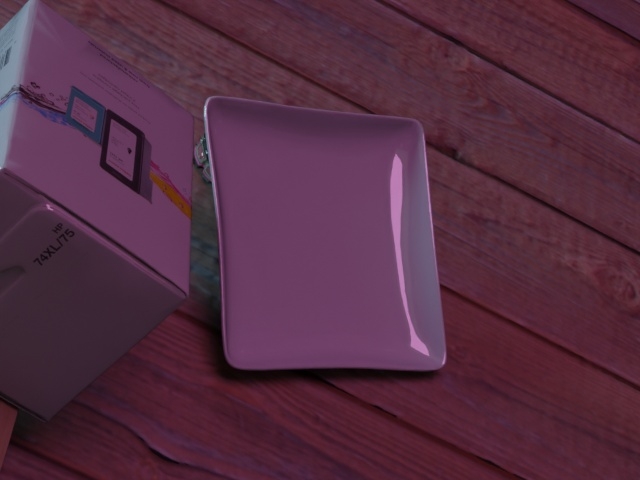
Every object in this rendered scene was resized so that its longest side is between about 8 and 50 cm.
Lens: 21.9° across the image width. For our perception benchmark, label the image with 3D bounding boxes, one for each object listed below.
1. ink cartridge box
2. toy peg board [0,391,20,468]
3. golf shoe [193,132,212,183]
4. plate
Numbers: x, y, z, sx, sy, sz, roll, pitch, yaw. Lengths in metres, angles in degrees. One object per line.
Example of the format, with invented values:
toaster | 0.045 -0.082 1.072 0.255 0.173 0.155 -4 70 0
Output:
ink cartridge box | -0.245 -0.028 1.435 0.197 0.198 0.270 36 28 -27
toy peg board | -0.344 0.143 1.365 0.161 0.079 0.161 39 29 -21
golf shoe | -0.069 -0.059 1.736 0.067 0.086 0.186 -11 61 -42
plate | 0.000 0.000 1.697 0.277 0.045 0.278 3 75 -35
